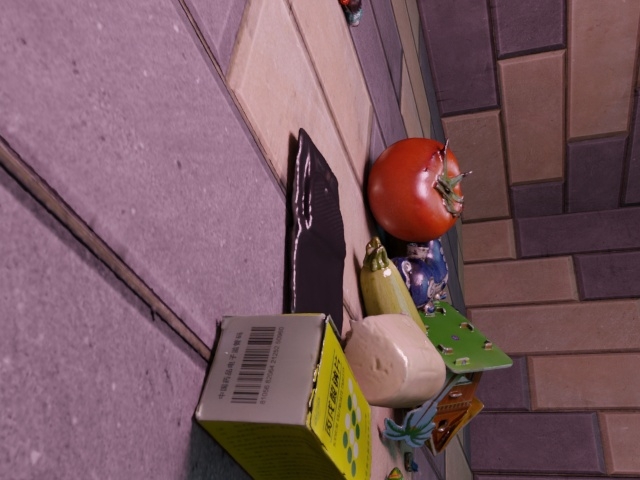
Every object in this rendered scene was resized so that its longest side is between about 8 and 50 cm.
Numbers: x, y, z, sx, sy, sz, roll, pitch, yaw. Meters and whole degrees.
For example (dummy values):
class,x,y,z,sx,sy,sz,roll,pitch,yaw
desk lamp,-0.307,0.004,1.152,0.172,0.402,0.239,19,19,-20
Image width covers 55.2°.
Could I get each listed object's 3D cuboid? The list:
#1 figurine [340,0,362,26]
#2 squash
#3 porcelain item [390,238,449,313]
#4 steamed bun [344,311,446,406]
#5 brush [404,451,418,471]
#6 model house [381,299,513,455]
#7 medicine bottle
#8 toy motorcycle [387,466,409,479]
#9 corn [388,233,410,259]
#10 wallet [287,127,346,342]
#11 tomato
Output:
class,x,y,z,sx,sy,sz,roll,pitch,yaw
figurine,0.074,-0.555,1.457,0.060,0.047,0.106,-52,157,-12
squash,0.146,0.119,1.377,0.137,0.137,0.288,-51,124,-66
porcelain item,0.248,0.074,1.558,0.288,0.137,0.186,-17,112,-59
steamed bun,0.116,0.238,1.197,0.225,0.170,0.200,22,30,-53
brush,0.256,0.624,1.708,0.164,0.014,0.051,57,33,-56
model house,0.235,0.362,1.563,0.300,0.340,0.324,44,-52,52
medicine bottle,-0.029,0.207,0.742,0.250,0.141,0.137,65,29,-45
toy motorcycle,0.164,0.601,1.348,0.190,0.074,0.106,-58,130,-63
corn,0.224,-0.056,1.693,0.097,0.096,0.320,-41,126,-69
wallet,0.000,0.000,1.060,0.247,0.041,0.323,43,46,-62
tomato,0.235,-0.123,1.505,0.255,0.224,0.256,-9,101,-53
